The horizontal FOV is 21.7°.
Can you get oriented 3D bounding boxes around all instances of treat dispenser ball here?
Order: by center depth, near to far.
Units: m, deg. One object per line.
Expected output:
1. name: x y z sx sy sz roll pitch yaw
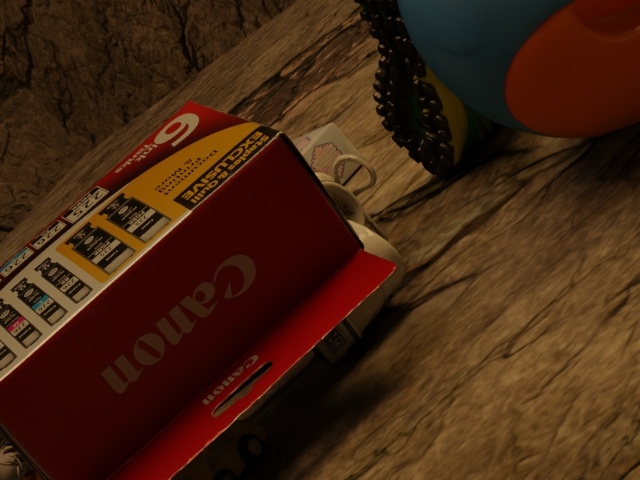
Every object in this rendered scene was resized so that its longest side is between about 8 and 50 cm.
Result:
1. treat dispenser ball: 0.198 -0.224 1.304 0.288 0.288 0.288 -39 13 10

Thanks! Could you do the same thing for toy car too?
1. toy car: -0.142 0.237 1.291 0.225 0.053 0.239 -38 13 12

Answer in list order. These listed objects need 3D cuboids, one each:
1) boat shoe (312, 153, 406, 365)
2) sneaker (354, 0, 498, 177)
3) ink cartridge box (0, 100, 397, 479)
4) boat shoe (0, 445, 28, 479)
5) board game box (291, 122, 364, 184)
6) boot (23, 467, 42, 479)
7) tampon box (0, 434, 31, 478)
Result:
1. boat shoe: -0.005 -0.006 1.528 0.156 0.136 0.367 -42 15 -5
2. sneaker: 0.117 -0.225 1.559 0.146 0.134 0.344 -39 -34 -21
3. ink cartridge box: -0.133 0.048 1.314 0.309 0.130 0.272 -43 25 -12
4. boat shoe: -0.263 0.192 1.399 0.035 0.035 0.100 -41 5 0
5. board game box: -0.135 0.012 2.005 0.318 0.066 0.318 -48 15 -28
6. boot: -0.240 0.258 1.401 0.220 0.109 0.283 -49 1 -11
7. tampon box: -0.350 0.255 1.599 0.120 0.101 0.161 -55 -10 -50
